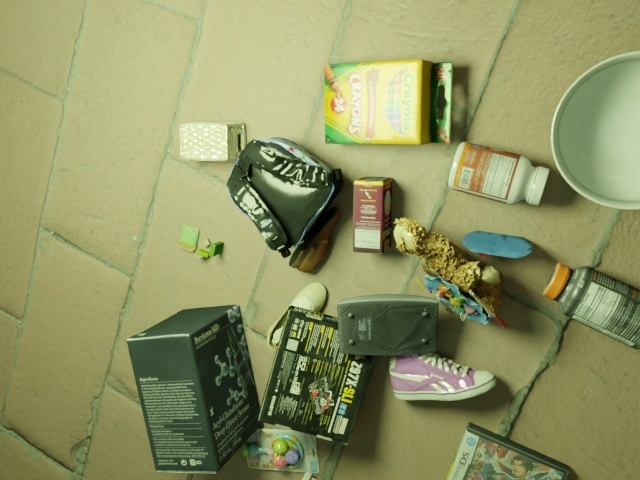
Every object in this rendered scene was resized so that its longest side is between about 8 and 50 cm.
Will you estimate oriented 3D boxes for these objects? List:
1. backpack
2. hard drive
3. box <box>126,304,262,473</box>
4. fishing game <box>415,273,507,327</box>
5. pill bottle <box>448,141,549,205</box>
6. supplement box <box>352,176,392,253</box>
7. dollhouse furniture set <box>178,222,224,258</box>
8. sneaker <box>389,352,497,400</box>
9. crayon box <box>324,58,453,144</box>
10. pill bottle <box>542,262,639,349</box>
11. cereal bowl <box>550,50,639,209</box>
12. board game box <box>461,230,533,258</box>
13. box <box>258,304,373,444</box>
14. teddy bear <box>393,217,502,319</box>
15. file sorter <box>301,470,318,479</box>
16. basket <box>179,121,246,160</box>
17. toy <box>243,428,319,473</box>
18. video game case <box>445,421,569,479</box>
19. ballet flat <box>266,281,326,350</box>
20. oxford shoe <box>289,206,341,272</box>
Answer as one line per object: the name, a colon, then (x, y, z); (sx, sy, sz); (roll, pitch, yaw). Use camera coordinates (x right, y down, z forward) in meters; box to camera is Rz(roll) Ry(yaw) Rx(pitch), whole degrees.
backpack: (-0.099, -0.145, 1.633); (0.263, 0.213, 0.277); (37, 105, 2)
hard drive: (0.172, 0.215, 1.595); (0.254, 0.054, 0.172); (-2, 116, 4)
box: (-0.352, 0.418, 1.792); (0.211, 0.293, 0.396); (-8, 98, 21)
fishing game: (0.323, 0.149, 1.500); (0.189, 0.264, 0.041); (43, 79, -20)
pill bottle: (0.426, -0.155, 1.482); (0.216, 0.121, 0.121); (17, 106, 16)
supplement box: (0.136, -0.068, 1.615); (0.080, 0.104, 0.188); (4, 102, 19)
dollhouse furniture set: (-0.368, 0.008, 1.843); (0.151, 0.058, 0.076); (19, 106, 16)
sneaker: (0.313, 0.333, 1.634); (0.282, 0.102, 0.161); (-9, 94, 22)
crayon box: (0.163, -0.341, 1.536); (0.318, 0.081, 0.202); (5, 102, 29)
pill bottle: (0.655, 0.143, 1.451); (0.245, 0.130, 0.131); (27, 109, 14)
cereal bowl: (0.685, -0.240, 1.358); (0.338, 0.141, 0.339); (4, 102, 19)
board game box: (0.429, 0.022, 1.513); (0.168, 0.133, 0.033); (9, 116, 19)
box: (-0.007, 0.366, 1.692); (0.257, 0.079, 0.322); (15, 92, -5)
teddy bear: (0.318, 0.049, 1.508); (0.338, 0.245, 0.113); (37, 85, 10)
file sorter: (-0.038, 0.874, 1.813); (0.173, 0.193, 0.278); (24, 112, 11)
basket: (-0.305, -0.277, 1.739); (0.167, 0.103, 0.113); (5, 101, 20)
toy: (-0.128, 0.649, 1.882); (0.237, 0.056, 0.137); (-2, 101, 21)
video game case: (0.487, 0.655, 1.666); (0.274, 0.035, 0.248); (21, 107, 16)
ballet flat: (-0.074, 0.222, 1.764); (0.086, 0.086, 0.248); (42, 111, 8)
oxford shoe: (0.000, 0.000, 1.711); (0.076, 0.076, 0.212); (29, 110, -19)
